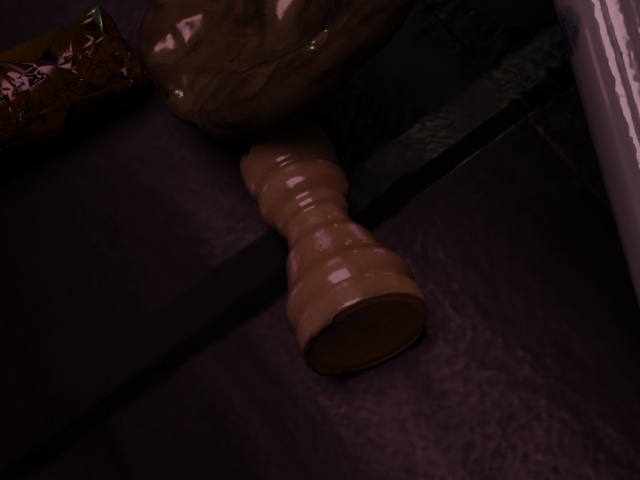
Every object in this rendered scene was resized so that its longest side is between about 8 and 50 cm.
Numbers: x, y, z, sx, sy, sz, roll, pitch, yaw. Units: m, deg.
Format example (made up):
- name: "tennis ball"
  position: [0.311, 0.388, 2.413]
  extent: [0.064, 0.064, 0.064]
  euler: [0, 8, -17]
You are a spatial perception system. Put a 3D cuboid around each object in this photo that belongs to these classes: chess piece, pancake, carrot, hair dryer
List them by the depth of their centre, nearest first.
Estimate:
- name: "hair dryer"
  position: [0.142, -0.051, 0.679]
  extent: [0.107, 0.173, 0.357]
  euler: [-12, 82, -8]
- name: "chess piece"
  position: [0.000, 0.000, 0.724]
  extent: [0.066, 0.066, 0.122]
  euler: [-28, 57, 2]
- name: "pancake"
  position: [-0.009, -0.158, 0.749]
  extent: [0.242, 0.050, 0.242]
  euler: [-29, 50, 42]
- name: "carrot"
  position: [-0.204, -0.061, 0.808]
  extent: [0.228, 0.069, 0.069]
  euler: [-26, 62, 1]
